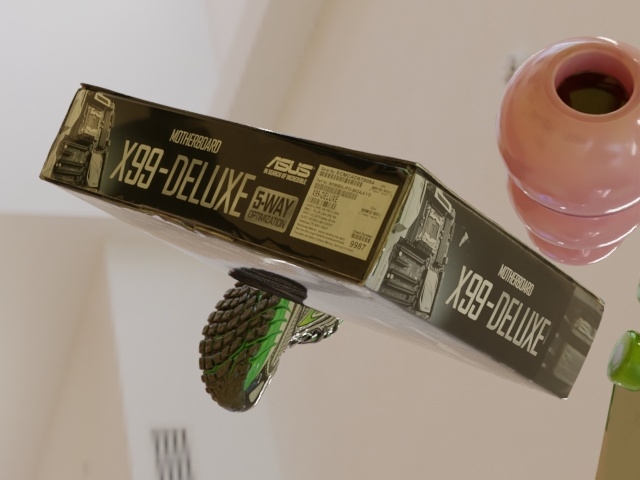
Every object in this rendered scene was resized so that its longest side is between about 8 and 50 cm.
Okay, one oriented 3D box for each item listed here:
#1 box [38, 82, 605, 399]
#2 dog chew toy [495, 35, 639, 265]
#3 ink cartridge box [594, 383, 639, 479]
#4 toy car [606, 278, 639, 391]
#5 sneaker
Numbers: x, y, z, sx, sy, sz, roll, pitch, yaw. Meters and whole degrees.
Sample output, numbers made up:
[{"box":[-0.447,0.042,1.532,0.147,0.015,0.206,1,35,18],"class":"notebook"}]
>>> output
[{"box":[0.000,0.000,0.947,0.307,0.242,0.076,17,-99,42],"class":"box"},{"box":[0.307,-0.085,1.658,0.332,0.206,0.207,80,-1,-59],"class":"dog chew toy"},{"box":[0.397,0.204,1.451,0.087,0.208,0.153,22,-75,63],"class":"ink cartridge box"},{"box":[0.355,0.092,1.200,0.188,0.155,0.149,147,-35,-83],"class":"toy car"},{"box":[-0.032,0.090,1.792,0.134,0.146,0.343,-20,-153,42],"class":"sneaker"}]
